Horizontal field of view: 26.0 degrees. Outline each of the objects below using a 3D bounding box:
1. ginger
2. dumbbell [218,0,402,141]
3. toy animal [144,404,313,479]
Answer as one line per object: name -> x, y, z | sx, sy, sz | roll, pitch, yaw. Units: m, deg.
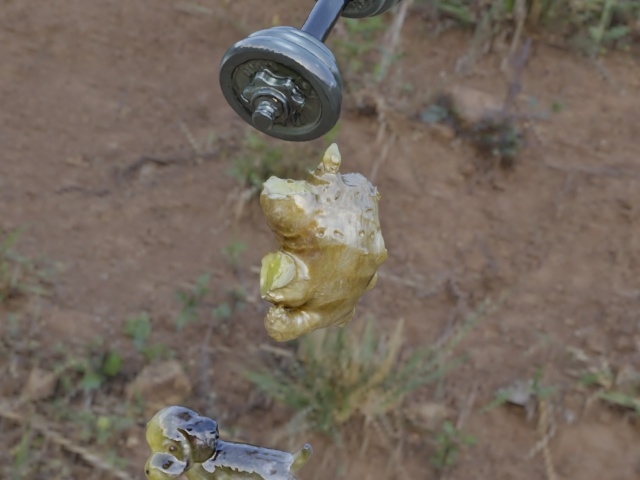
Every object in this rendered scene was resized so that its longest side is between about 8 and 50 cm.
ginger -> 0.000, 0.000, 1.487 | 0.157, 0.216, 0.102 | -3, 16, -34
dumbbell -> 0.001, -0.301, 1.905 | 0.179, 0.406, 0.179 | 18, -36, 13
toy animal -> -0.132, 0.316, 1.876 | 0.233, 0.168, 0.121 | 11, 29, 7
